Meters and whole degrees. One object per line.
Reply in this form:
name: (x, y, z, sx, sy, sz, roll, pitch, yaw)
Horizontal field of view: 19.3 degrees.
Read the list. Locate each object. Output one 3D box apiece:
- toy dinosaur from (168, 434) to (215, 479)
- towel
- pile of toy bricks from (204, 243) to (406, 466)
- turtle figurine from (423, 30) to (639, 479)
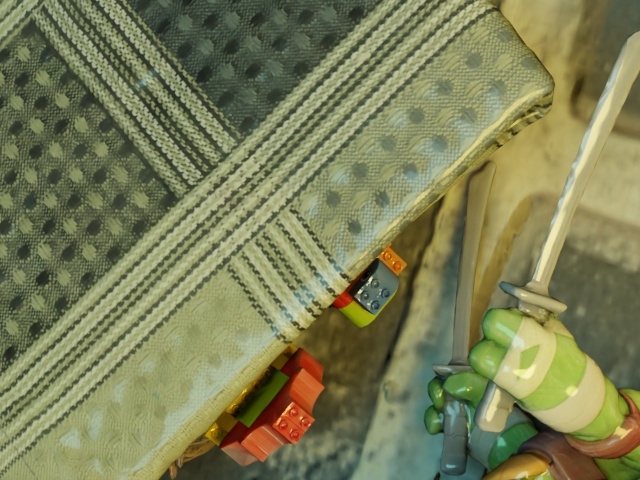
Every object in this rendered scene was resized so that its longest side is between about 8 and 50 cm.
toy dinosaur: (-0.078, 0.016, 0.980, 0.296, 0.127, 0.200, -44, 77, 8)
towel: (-0.093, -0.063, 0.889, 0.324, 0.056, 0.312, -43, 66, 8)
pile of toy bricks: (0.000, 0.000, 0.894, 0.212, 0.118, 0.105, -51, 24, -6)
turtle figurine: (0.056, 0.083, 0.845, 0.198, 0.266, 0.274, 14, 134, 64)
